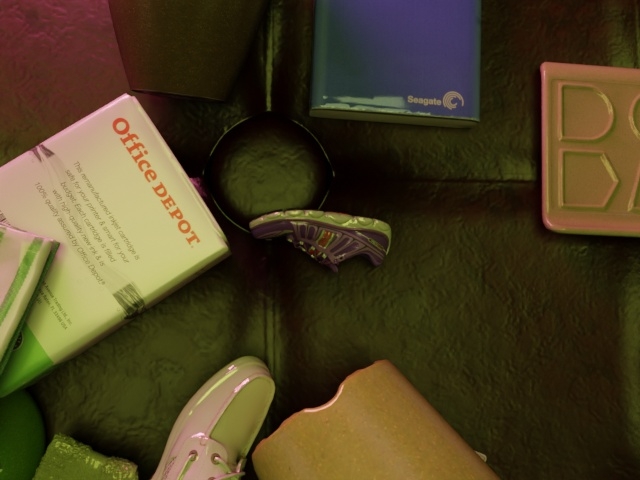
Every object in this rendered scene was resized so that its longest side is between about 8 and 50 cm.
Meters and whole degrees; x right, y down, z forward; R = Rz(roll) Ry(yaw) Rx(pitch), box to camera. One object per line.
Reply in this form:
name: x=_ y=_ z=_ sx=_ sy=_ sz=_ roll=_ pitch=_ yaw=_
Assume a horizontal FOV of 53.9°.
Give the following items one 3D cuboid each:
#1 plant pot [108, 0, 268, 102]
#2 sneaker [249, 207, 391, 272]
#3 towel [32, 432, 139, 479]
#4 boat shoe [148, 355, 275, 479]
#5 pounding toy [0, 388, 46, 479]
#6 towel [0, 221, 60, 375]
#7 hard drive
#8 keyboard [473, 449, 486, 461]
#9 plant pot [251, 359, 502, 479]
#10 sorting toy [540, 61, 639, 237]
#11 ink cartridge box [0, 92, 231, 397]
plant pot: x=-0.145 y=-0.274 z=0.691 sx=0.215 sy=0.215 sz=0.231 roll=5 pitch=98 yaw=-6
sneaker: x=0.000 y=0.000 z=0.737 sx=0.169 sy=0.068 sz=0.071 roll=7 pitch=89 yaw=-6
towel: x=-0.265 y=0.286 z=0.679 sx=0.110 sy=0.027 sz=0.148 roll=23 pitch=101 yaw=-1
boat shoe: x=-0.120 y=0.257 z=0.662 sx=0.098 sy=0.096 sz=0.277 roll=41 pitch=77 yaw=-43
pounding toy: x=-0.388 y=0.241 z=0.613 sx=0.237 sy=0.110 sz=0.183 roll=-42 pitch=109 yaw=-19
towel: x=-0.438 y=0.055 z=0.568 sx=0.324 sy=0.038 sz=0.248 roll=18 pitch=76 yaw=-2
hard drive: x=0.097 y=-0.308 z=0.789 sx=0.210 sy=0.040 sz=0.319 roll=3 pitch=84 yaw=-6
keyboard: x=0.120 y=0.363 z=0.740 sx=0.072 sy=0.014 sz=0.256 roll=24 pitch=83 yaw=-4
plant pot: x=0.069 y=0.272 z=0.628 sx=0.276 sy=0.276 sz=0.254 roll=-34 pitch=72 yaw=-8
sorting toy: x=0.429 y=-0.112 z=0.812 sx=0.306 sy=0.041 sz=0.229 roll=3 pitch=80 yaw=-6
ink cartridge box: x=-0.260 y=0.004 z=0.680 sx=0.272 sy=0.115 sz=0.198 roll=-33 pitch=89 yaw=-7
